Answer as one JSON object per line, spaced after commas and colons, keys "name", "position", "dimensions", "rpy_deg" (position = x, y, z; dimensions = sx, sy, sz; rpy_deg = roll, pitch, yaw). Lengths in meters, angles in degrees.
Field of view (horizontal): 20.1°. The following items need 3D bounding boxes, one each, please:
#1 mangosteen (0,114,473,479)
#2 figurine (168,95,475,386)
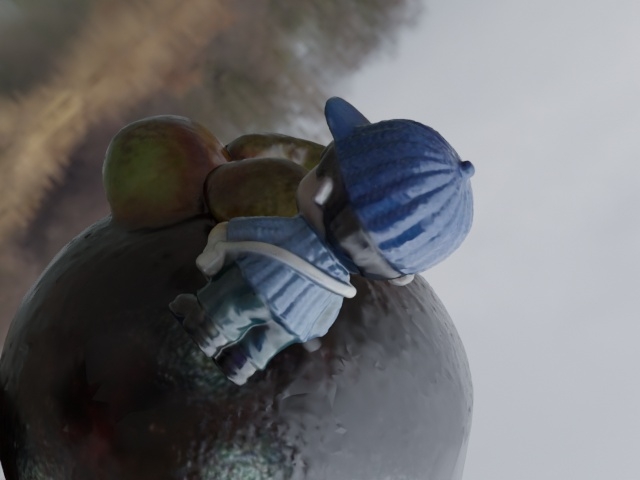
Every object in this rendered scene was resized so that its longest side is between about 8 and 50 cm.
{"name": "mangosteen", "position": [-0.048, 0.078, 1.016], "dimensions": [0.288, 0.288, 0.288], "rpy_deg": [-42, -174, 5]}
{"name": "figurine", "position": [0.000, 0.000, 0.833], "dimensions": [0.149, 0.086, 0.087], "rpy_deg": [-41, -156, -3]}
